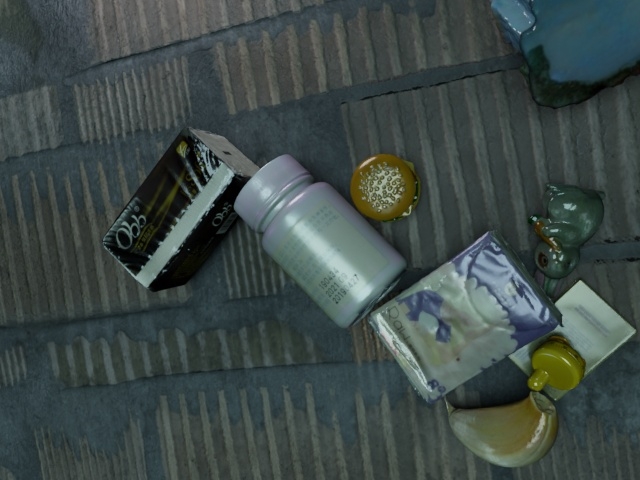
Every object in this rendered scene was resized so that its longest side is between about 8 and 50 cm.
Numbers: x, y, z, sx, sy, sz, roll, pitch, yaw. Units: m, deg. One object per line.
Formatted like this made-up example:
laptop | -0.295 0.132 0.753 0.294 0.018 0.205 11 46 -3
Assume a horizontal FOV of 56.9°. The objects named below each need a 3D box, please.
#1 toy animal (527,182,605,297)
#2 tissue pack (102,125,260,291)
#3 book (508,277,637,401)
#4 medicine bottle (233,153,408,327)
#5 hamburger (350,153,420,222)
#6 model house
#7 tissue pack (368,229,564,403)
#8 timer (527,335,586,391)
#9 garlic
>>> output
toy animal | 0.501 0.011 1.227 0.127 0.125 0.251 16 106 44
tissue pack | -0.314 -0.075 1.415 0.198 0.210 0.370 44 104 13
book | 0.533 0.215 1.276 0.161 0.026 0.231 45 105 8
medicine bottle | 0.000 0.000 1.322 0.378 0.213 0.213 46 105 9
hamburger | 0.146 -0.116 1.320 0.162 0.115 0.161 1 94 15
model house | 0.483 -0.501 1.138 0.360 0.297 0.339 -32 49 16
tissue pack | 0.305 0.168 1.280 0.344 0.125 0.242 -38 82 22
timer | 0.486 0.265 1.223 0.107 0.109 0.107 33 142 30
garlic | 0.391 0.399 1.267 0.245 0.145 0.164 -14 97 38
